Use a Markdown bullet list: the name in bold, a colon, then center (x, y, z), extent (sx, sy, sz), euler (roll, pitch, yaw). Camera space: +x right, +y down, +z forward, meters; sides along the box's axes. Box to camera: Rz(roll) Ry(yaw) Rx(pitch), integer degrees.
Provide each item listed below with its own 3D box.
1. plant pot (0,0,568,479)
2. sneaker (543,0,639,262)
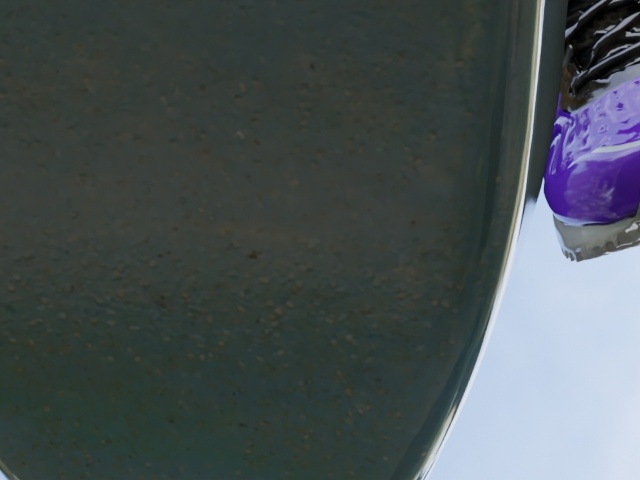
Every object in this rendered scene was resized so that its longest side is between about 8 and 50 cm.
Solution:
- **plant pot**: center (-0.030, -0.044, 0.627), extent (0.248, 0.247, 0.252), euler (0, -81, 10)
- **sneaker**: center (0.136, -0.091, 0.836), extent (0.102, 0.293, 0.146), euler (-20, -76, 8)
